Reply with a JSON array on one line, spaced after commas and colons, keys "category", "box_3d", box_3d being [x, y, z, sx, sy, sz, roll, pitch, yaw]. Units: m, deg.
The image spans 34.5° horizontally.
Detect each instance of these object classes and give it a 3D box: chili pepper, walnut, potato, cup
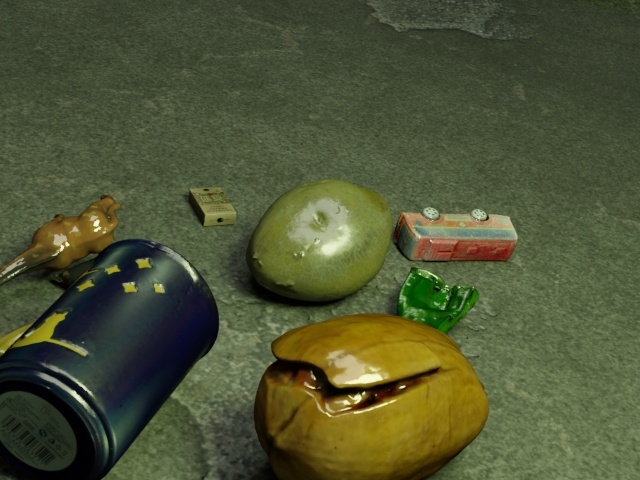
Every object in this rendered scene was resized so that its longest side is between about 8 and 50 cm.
[{"category": "chili pepper", "box_3d": [0.144, 0.103, 1.444, 0.108, 0.062, 0.216, 18, 31, 23]}, {"category": "walnut", "box_3d": [0.071, 0.182, 1.165, 0.336, 0.209, 0.209, 2, 30, -41]}, {"category": "potato", "box_3d": [0.000, 0.000, 1.479, 0.235, 0.160, 0.177, -23, 24, -30]}, {"category": "cup", "box_3d": [-0.273, 0.154, 1.167, 0.178, 0.255, 0.256, 50, 35, -9]}]

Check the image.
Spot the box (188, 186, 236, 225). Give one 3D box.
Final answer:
[{"category": "box", "box_3d": [-0.171, -0.054, 1.627, 0.053, 0.024, 0.083, -5, 36, -26]}]

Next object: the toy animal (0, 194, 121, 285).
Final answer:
[{"category": "toy animal", "box_3d": [-0.377, 0.018, 1.377, 0.224, 0.066, 0.230, -19, 21, 3]}]

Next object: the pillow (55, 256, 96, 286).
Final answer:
[{"category": "pillow", "box_3d": [-0.275, 0.063, 1.373, 0.090, 0.048, 0.150, -15, 39, -43]}]

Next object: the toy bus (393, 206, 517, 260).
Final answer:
[{"category": "toy bus", "box_3d": [0.217, -0.006, 1.646, 0.192, 0.065, 0.077, 0, 40, -18]}]
